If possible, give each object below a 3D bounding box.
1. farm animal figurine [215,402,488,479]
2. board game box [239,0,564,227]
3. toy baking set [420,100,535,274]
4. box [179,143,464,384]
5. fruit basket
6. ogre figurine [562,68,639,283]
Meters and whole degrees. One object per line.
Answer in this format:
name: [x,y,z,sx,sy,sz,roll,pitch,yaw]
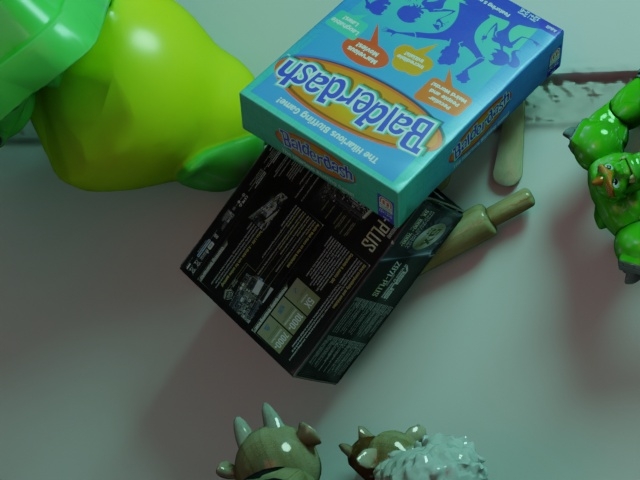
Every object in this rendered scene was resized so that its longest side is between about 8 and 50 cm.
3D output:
farm animal figurine: [-0.046,0.222,1.228,0.330,0.327,0.172,-30,87,-4]
board game box: [0.065,-0.126,1.291,0.160,0.047,0.210,33,62,23]
toy baking set: [0.086,-0.078,1.361,0.256,0.030,0.197,-24,76,16]
box: [0.000,0.000,1.333,0.147,0.077,0.180,41,101,28]
fruit basket: [-0.238,-0.142,1.363,0.283,0.392,0.392,-34,74,13]
ogre figurine: [0.264,-0.044,1.260,0.118,0.097,0.197,-22,84,6]
